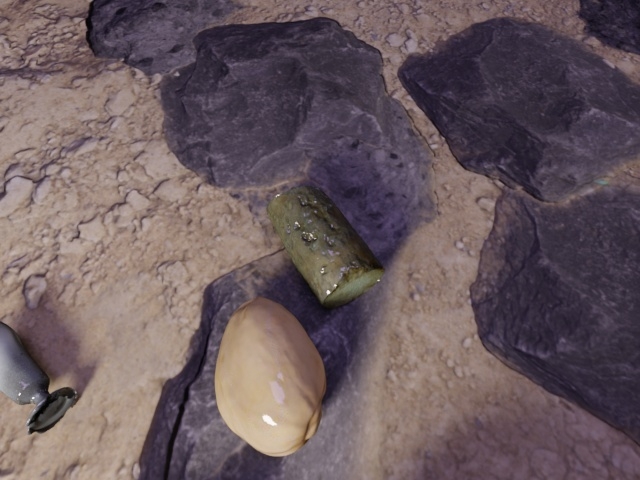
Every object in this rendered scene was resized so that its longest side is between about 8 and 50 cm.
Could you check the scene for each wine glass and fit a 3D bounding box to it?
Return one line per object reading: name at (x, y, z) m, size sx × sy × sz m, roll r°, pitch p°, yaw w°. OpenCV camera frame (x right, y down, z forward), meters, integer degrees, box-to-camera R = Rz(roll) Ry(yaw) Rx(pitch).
wine glass at (-0.403, 0.179, 0.551) m, size 0.155 × 0.072 × 0.072 m, roll 33°, pitch 65°, yaw 15°

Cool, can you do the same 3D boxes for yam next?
yam at (0.000, 0.000, 0.640) m, size 0.107 × 0.107 × 0.194 m, roll -27°, pitch 64°, yaw -15°

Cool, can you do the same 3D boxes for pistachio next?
pistachio at (-0.071, 0.169, 0.536) m, size 0.145 × 0.117 × 0.201 m, roll -24°, pitch 63°, yaw -8°
